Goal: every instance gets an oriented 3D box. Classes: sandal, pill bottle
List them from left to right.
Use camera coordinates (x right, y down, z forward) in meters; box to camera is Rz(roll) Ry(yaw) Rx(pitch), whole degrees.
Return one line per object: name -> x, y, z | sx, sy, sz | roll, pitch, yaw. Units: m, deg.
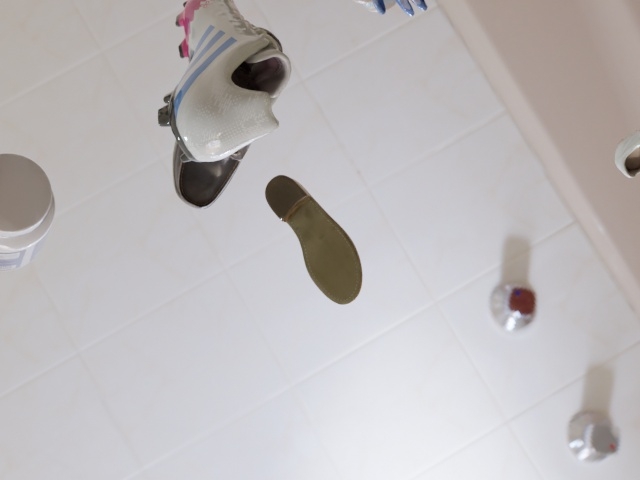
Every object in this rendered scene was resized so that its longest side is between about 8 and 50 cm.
pill bottle -> -0.513, -0.044, 1.449 | 0.153, 0.153, 0.265 | 60, 154, 0
sandal -> 0.005, -0.004, 1.414 | 0.240, 0.088, 0.079 | 55, -164, 18

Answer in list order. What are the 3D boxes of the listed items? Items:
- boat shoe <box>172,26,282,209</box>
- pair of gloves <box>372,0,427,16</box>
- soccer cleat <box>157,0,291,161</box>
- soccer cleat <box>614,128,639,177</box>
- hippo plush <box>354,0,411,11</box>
boat shoe -> -0.174, -0.221, 1.617 | 0.132, 0.355, 0.130 | 20, -171, -15
pair of gloves -> 0.132, -0.389, 1.180 | 0.159, 0.198, 0.023 | 33, -161, -40
soccer cleat -> -0.098, -0.213, 1.074 | 0.331, 0.143, 0.116 | -91, -20, -47
soccer cleat -> 0.492, -0.160, 1.232 | 0.068, 0.196, 0.076 | 35, -149, -13
hippo plush -> 0.104, -0.641, 1.868 | 0.236, 0.234, 0.294 | 56, -165, 28
